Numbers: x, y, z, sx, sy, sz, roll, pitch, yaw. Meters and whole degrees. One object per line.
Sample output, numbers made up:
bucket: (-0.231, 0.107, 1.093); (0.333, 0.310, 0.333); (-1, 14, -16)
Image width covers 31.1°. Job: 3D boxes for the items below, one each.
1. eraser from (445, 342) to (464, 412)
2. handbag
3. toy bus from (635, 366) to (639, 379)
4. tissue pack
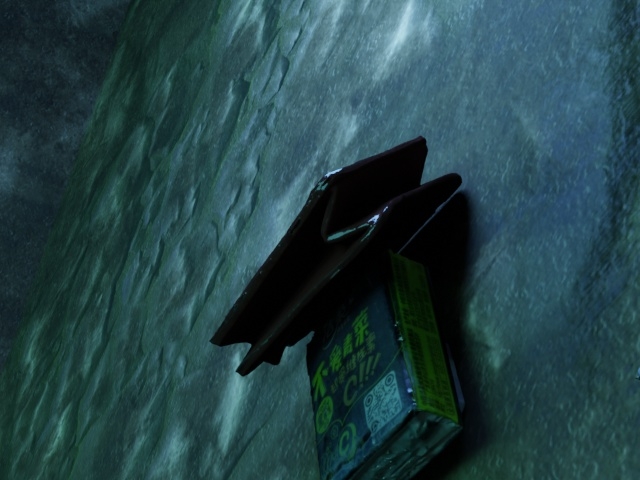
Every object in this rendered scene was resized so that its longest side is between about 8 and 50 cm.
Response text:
eraser: (0.114, 0.154, 1.203); (0.065, 0.026, 0.105); (-52, 27, 29)
handbag: (0.020, 0.014, 1.306); (0.275, 0.084, 0.260); (-51, -11, 29)
toy bus: (0.284, 0.120, 0.869); (0.052, 0.058, 0.102); (-52, 28, 22)
tissue pack: (0.060, 0.147, 1.199); (0.173, 0.073, 0.236); (-52, 27, 30)
